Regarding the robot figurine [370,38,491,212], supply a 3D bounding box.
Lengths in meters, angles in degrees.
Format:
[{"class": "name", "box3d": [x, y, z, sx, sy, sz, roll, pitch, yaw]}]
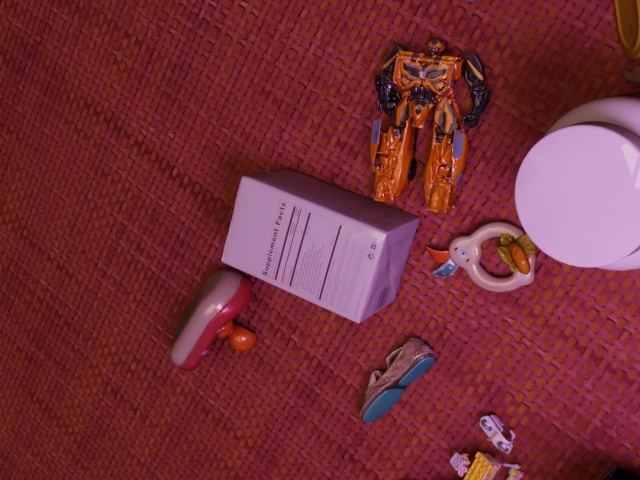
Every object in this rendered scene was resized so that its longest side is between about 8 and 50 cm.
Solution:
[{"class": "robot figurine", "box3d": [0.180, -0.202, 1.439, 0.211, 0.085, 0.291, 11, 104, 23]}]

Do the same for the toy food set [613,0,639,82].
[{"class": "toy food set", "box3d": [0.497, -0.348, 1.249, 0.071, 0.128, 0.218, -9, 97, 3]}]

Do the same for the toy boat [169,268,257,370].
[{"class": "toy boat", "box3d": [-0.197, 0.174, 1.684, 0.151, 0.151, 0.231, 28, 115, -13]}]

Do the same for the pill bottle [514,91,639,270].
[{"class": "pill bottle", "box3d": [0.431, -0.088, 1.137, 0.229, 0.407, 0.229, 10, 106, 36]}]

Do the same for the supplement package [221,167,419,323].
[{"class": "supplement package", "box3d": [0.000, 0.000, 1.513, 0.292, 0.177, 0.175, 23, 109, 22]}]

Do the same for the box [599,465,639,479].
[{"class": "box", "box3d": [0.530, 0.658, 1.149, 0.479, 0.297, 0.472, 23, 100, 27]}]

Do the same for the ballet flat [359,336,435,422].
[{"class": "ballet flat", "box3d": [0.136, 0.259, 1.567, 0.206, 0.073, 0.067, -48, 50, 22]}]

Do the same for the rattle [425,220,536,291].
[{"class": "rattle", "box3d": [0.263, 0.041, 1.417, 0.199, 0.143, 0.130, 4, 120, 20]}]

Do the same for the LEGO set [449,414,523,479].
[{"class": "LEGO set", "box3d": [0.270, 0.452, 1.529, 0.287, 0.107, 0.132, -49, 42, 30]}]
